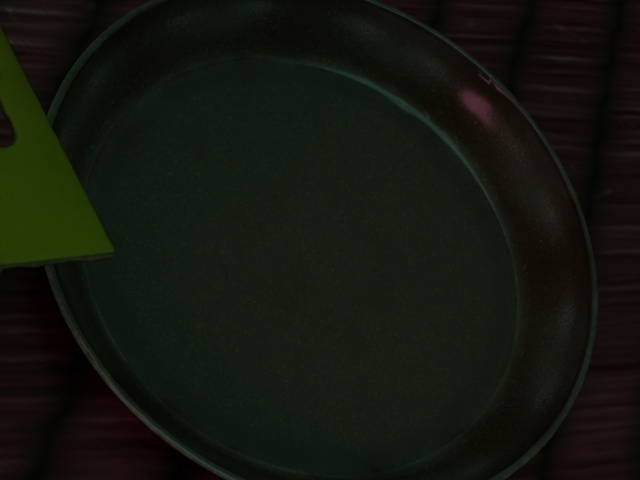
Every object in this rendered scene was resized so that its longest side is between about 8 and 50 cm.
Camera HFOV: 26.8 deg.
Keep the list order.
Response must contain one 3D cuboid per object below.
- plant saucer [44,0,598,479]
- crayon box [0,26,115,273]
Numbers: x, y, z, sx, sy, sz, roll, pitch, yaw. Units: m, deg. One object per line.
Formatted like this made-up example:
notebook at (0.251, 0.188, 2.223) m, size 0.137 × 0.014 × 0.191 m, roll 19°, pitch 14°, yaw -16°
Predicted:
plant saucer at (0.000, 0.000, 0.709) m, size 0.311 × 0.050 × 0.310 m, roll 11°, pitch 58°, yaw -19°
crayon box at (-0.253, -0.033, 0.462) m, size 0.318 × 0.081 × 0.202 m, roll -9°, pitch 62°, yaw -41°
